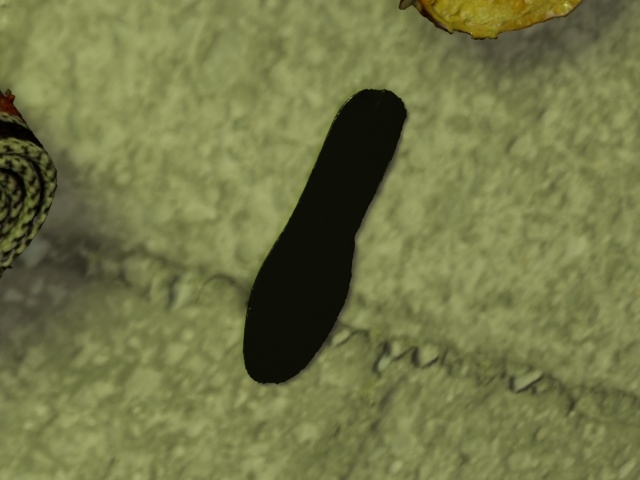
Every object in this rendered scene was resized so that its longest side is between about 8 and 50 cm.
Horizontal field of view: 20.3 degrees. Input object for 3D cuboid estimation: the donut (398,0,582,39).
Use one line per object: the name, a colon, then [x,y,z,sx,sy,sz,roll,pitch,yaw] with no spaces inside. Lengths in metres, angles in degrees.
donut: [0.078,-0.186,0.886,0.146,0.078,0.181,-31,136,-9]

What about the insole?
insole: [0.000,0.000,0.998,0.064,0.004,0.188,8,114,-35]

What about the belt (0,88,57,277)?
belt: [-0.284,0.040,0.799,0.359,0.094,0.126,-32,134,-7]
